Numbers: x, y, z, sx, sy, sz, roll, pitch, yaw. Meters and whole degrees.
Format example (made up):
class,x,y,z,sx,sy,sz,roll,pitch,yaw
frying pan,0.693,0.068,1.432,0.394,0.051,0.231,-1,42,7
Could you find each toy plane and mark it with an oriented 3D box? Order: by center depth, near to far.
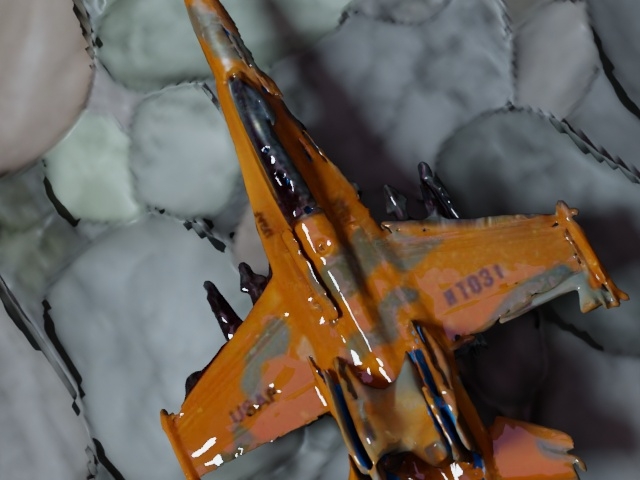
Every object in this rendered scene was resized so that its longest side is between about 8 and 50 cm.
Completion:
class,x,y,z,sx,sy,sz,roll,pitch,yaw
toy plane,0.003,0.003,0.439,0.135,0.062,0.188,-28,63,3
